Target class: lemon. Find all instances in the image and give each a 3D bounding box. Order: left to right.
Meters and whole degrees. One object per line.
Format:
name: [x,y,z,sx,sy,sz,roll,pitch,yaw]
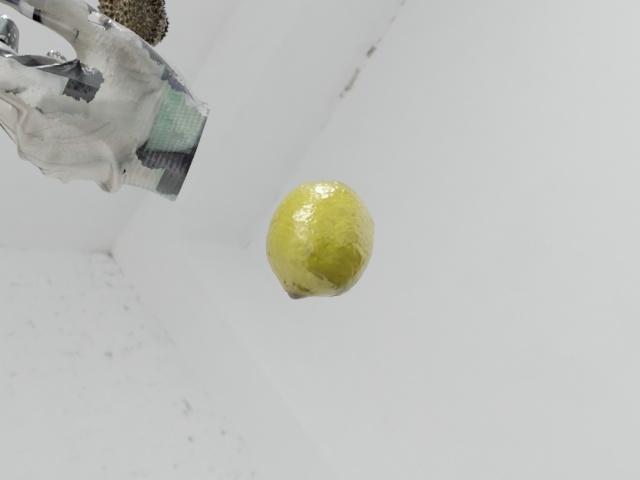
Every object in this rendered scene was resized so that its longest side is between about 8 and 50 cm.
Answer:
lemon: [0.001,-0.001,1.292,0.193,0.181,0.180,-58,-8,-51]

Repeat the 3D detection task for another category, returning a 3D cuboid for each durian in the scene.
durian: [-0.260,-0.346,1.152,0.110,0.140,0.071,-6,-1,-43]

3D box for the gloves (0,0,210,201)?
gloves: [-0.186,-0.107,0.553,0.127,0.212,0.111,151,138,-70]
